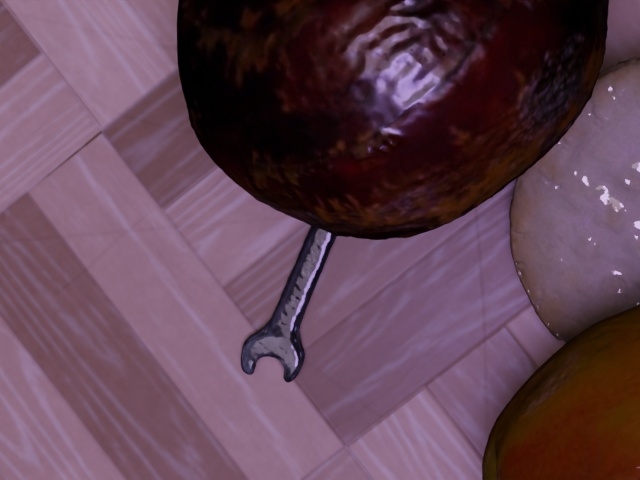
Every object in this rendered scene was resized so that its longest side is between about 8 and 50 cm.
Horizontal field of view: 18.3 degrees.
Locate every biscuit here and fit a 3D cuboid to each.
[{"bbox_3d":[0.243,-0.027,1.545,0.188,0.040,0.265,24,116,10],"label":"biscuit"}]

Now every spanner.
[{"bbox_3d":[0.000,0.000,1.632,0.054,0.015,0.254,24,96,8],"label":"spanner"}]

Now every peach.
[{"bbox_3d":[0.285,0.191,1.475,0.332,0.308,0.307,-16,91,-8],"label":"peach"}]

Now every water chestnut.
[{"bbox_3d":[0.066,-0.143,1.497,0.350,0.350,0.302,-31,125,8],"label":"water chestnut"}]
